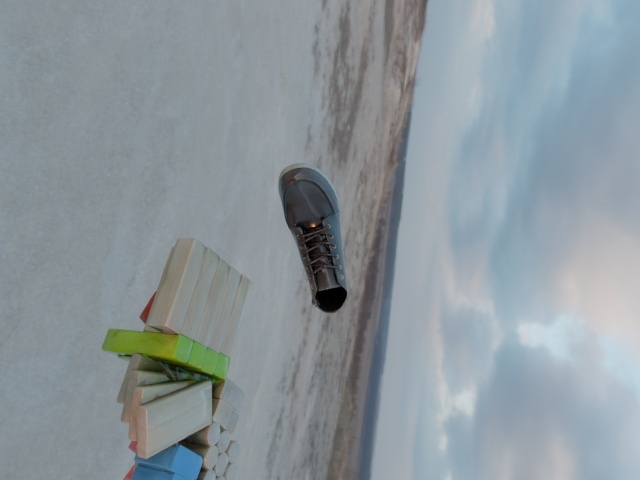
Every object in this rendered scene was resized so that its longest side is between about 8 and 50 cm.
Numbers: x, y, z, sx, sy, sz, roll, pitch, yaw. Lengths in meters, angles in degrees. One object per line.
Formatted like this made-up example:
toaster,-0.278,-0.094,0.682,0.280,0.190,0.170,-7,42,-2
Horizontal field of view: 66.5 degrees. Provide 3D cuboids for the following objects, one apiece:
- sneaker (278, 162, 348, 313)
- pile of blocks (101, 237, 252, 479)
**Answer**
sneaker,0.000,0.000,0.711,0.118,0.083,0.222,-100,171,-48
pile of blocks,-0.152,0.181,0.458,0.149,0.112,0.363,9,81,-65
